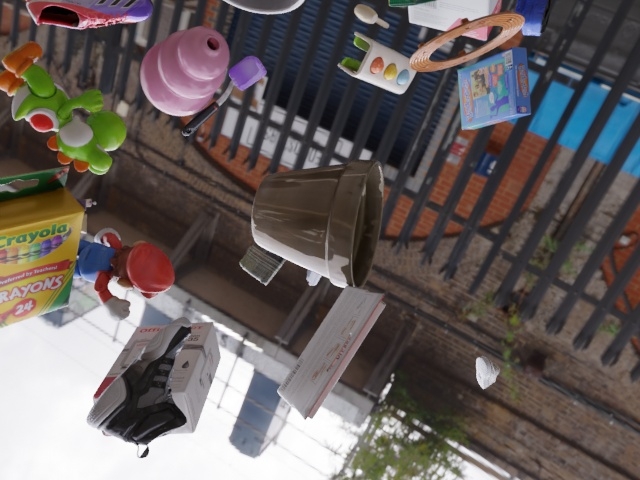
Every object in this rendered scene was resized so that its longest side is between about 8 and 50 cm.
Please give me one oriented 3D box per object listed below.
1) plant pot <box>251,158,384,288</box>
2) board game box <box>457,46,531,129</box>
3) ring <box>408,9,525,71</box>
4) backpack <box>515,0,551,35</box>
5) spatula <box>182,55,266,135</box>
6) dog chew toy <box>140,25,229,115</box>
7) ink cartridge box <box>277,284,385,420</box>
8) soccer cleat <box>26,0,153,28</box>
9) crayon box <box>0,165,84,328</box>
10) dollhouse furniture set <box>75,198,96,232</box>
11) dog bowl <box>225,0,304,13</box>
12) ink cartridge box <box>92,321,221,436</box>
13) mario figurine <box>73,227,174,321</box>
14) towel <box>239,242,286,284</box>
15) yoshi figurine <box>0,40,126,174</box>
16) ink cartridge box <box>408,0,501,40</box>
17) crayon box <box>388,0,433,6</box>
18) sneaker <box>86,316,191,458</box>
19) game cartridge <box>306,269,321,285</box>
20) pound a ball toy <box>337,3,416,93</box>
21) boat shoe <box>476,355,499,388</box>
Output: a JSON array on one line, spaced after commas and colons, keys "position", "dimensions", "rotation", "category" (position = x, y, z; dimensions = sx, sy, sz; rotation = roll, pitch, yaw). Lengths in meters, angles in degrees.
[{"position": [-0.010, -0.054, 1.561], "dimensions": [0.280, 0.323, 0.323], "rotation": [8, -159, 16], "category": "plant pot"}, {"position": [0.431, -0.375, 1.557], "dimensions": [0.047, 0.160, 0.210], "rotation": [-5, -178, -26], "category": "board game box"}, {"position": [0.411, -0.570, 1.772], "dimensions": [0.336, 0.336, 0.032], "rotation": [-13, -97, -51], "category": "ring"}, {"position": [0.628, -0.668, 1.841], "dimensions": [0.101, 0.120, 0.098], "rotation": [8, 169, 24], "category": "backpack"}, {"position": [-0.274, -0.396, 1.721], "dimensions": [0.030, 0.296, 0.084], "rotation": [36, 169, 41], "category": "spatula"}, {"position": [-0.343, -0.452, 1.627], "dimensions": [0.206, 0.207, 0.332], "rotation": [5, 172, -32], "category": "dog chew toy"}, {"position": [0.037, 0.241, 1.332], "dimensions": [0.066, 0.296, 0.261], "rotation": [36, 171, -13], "category": "ink cartridge box"}, {"position": [-0.592, -0.595, 1.620], "dimensions": [0.318, 0.109, 0.116], "rotation": [-5, -123, -28], "category": "soccer cleat"}, {"position": [-0.559, 0.023, 1.148], "dimensions": [0.081, 0.319, 0.202], "rotation": [43, -141, 24], "category": "crayon box"}, {"position": [-0.789, -0.086, 2.056], "dimensions": [0.091, 0.114, 0.081], "rotation": [6, -171, 18], "category": "dollhouse furniture set"}, {"position": [-0.181, -0.778, 1.782], "dimensions": [0.348, 0.102, 0.349], "rotation": [8, 168, 2], "category": "dog bowl"}, {"position": [-0.364, 0.310, 1.428], "dimensions": [0.207, 0.117, 0.283], "rotation": [-4, -156, 5], "category": "ink cartridge box"}, {"position": [-0.499, 0.077, 1.475], "dimensions": [0.320, 0.198, 0.170], "rotation": [9, -175, 9], "category": "mario figurine"}, {"position": [-0.133, -0.005, 2.067], "dimensions": [0.056, 0.312, 0.324], "rotation": [37, 175, -21], "category": "towel"}, {"position": [-0.665, -0.349, 1.660], "dimensions": [0.362, 0.203, 0.203], "rotation": [50, -173, -13], "category": "yoshi figurine"}, {"position": [0.419, -0.837, 1.922], "dimensions": [0.279, 0.160, 0.385], "rotation": [23, 163, 19], "category": "ink cartridge box"}, {"position": [0.238, -0.745, 1.567], "dimensions": [0.081, 0.278, 0.165], "rotation": [11, -151, 35], "category": "crayon box"}, {"position": [-0.301, 0.279, 1.178], "dimensions": [0.153, 0.101, 0.268], "rotation": [42, -129, -6], "category": "sneaker"}, {"position": [0.000, 0.000, 2.355], "dimensions": [0.060, 0.196, 0.294], "rotation": [9, -123, -7], "category": "game cartridge"}, {"position": [0.208, -0.621, 2.060], "dimensions": [0.319, 0.208, 0.136], "rotation": [4, -148, -51], "category": "pound a ball toy"}, {"position": [0.301, 0.231, 1.108], "dimensions": [0.035, 0.100, 0.035], "rotation": [-24, -131, -7], "category": "boat shoe"}]
